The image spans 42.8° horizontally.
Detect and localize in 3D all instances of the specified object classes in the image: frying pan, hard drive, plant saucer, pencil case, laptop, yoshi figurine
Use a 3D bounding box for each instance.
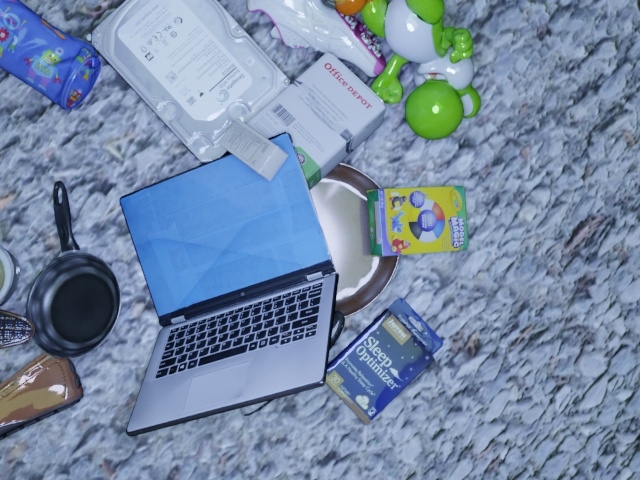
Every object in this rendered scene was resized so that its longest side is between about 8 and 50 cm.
[{"bbox_3d":[-0.487,0.070,1.536,0.197,0.053,0.326,-36,69,4],"label":"frying pan"},{"bbox_3d":[-0.244,-0.335,1.559,0.237,0.064,0.339,-42,94,-3],"label":"hard drive"},{"bbox_3d":[0.000,0.000,1.585,0.310,0.050,0.311,0,91,-5],"label":"plant saucer"},{"bbox_3d":[-0.552,-0.374,1.506,0.306,0.119,0.133,35,104,-5],"label":"pencil case"},{"bbox_3d":[-0.190,0.072,1.418,0.381,0.408,0.236,-19,125,21],"label":"laptop"},{"bbox_3d":[0.178,-0.323,1.479,0.203,0.203,0.362,-39,125,3],"label":"yoshi figurine"}]

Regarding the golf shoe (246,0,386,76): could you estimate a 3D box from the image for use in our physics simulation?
[{"bbox_3d":[-0.008,-0.409,1.568,0.306,0.115,0.140,43,113,-7],"label":"golf shoe"}]

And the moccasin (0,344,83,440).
[{"bbox_3d":[-0.633,0.310,1.492,0.380,0.139,0.147,-26,87,-6],"label":"moccasin"}]

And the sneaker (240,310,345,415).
[{"bbox_3d":[-0.068,0.216,1.542,0.271,0.100,0.108,-39,84,9],"label":"sneaker"}]

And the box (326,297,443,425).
[{"bbox_3d":[0.123,0.234,1.602,0.225,0.036,0.136,-44,93,-4],"label":"box"}]

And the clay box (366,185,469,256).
[{"bbox_3d":[0.200,-0.039,1.566,0.222,0.053,0.128,-4,90,-24],"label":"clay box"}]

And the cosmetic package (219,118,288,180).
[{"bbox_3d":[-0.117,-0.160,1.435,0.115,0.041,0.060,39,93,33],"label":"cosmetic package"}]

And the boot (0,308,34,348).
[{"bbox_3d":[-0.636,0.172,1.515,0.219,0.106,0.082,1,72,-8],"label":"boot"}]

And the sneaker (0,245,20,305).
[{"bbox_3d":[-0.756,0.004,1.461,0.410,0.182,0.158,21,89,-4],"label":"sneaker"}]

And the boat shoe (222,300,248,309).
[{"bbox_3d":[-0.183,0.147,1.579,0.056,0.048,0.153,31,81,8],"label":"boat shoe"}]

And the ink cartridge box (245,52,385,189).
[{"bbox_3d":[-0.009,-0.216,1.528,0.219,0.092,0.160,-42,78,-9],"label":"ink cartridge box"}]
